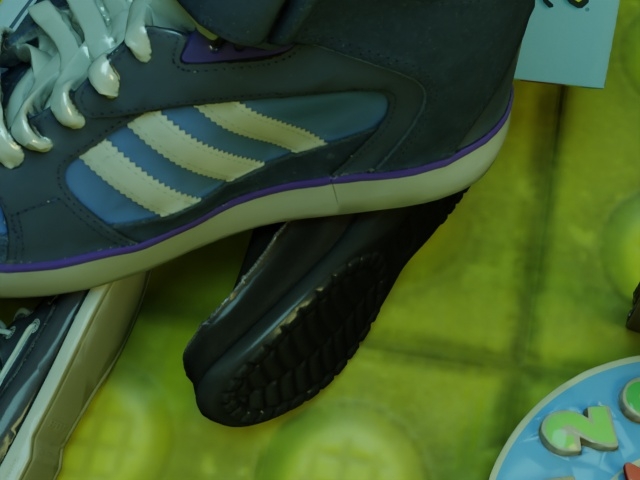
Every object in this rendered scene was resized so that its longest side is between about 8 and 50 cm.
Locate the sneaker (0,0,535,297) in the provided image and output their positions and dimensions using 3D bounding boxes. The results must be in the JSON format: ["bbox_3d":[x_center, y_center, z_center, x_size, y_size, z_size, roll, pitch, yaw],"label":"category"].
[{"bbox_3d":[-0.069,-0.104,0.512,0.323,0.236,0.130,-10,51,-1],"label":"sneaker"}]

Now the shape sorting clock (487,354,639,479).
[{"bbox_3d":[0.173,0.146,0.554,0.206,0.040,0.206,-1,63,2],"label":"shape sorting clock"}]

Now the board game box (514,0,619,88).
[{"bbox_3d":[0.022,-0.186,0.651,0.275,0.144,0.142,8,33,7],"label":"board game box"}]

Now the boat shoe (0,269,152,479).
[{"bbox_3d":[-0.141,0.057,0.597,0.065,0.075,0.206,21,70,10],"label":"boat shoe"}]

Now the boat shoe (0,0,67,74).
[{"bbox_3d":[-0.155,-0.061,0.663,0.083,0.065,0.183,16,64,9],"label":"boat shoe"}]

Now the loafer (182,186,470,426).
[{"bbox_3d":[0.000,0.000,0.625,0.078,0.080,0.220,29,62,26],"label":"loafer"}]

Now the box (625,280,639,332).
[{"bbox_3d":[0.241,0.044,0.534,0.201,0.164,0.021,18,77,12],"label":"box"}]
